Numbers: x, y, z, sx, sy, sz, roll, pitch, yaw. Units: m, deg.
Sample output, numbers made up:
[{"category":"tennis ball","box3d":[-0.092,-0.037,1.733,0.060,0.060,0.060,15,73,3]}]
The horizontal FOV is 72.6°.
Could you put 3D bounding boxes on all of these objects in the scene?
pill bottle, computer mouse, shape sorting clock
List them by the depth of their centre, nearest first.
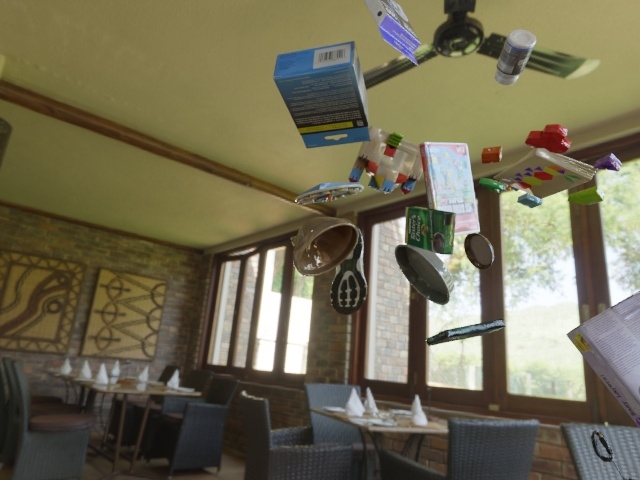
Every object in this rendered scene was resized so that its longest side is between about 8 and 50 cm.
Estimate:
[{"category":"computer mouse","box3d":[0.803,0.614,1.144,0.071,0.242,0.041,-5,-48,-15]},{"category":"pill bottle","box3d":[0.556,-0.524,1.256,0.078,0.078,0.137,4,-31,4]},{"category":"shape sorting clock","box3d":[0.026,-0.134,1.282,0.206,0.040,0.206,-7,-4,0]}]

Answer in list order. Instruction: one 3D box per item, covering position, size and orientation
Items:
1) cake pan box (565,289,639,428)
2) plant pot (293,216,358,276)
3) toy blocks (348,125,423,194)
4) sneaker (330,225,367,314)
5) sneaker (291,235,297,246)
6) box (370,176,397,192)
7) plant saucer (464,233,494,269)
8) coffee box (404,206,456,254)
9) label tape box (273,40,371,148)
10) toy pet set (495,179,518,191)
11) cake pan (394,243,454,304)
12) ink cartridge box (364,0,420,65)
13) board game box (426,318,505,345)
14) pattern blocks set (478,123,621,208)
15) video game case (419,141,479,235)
[{"category":"cake pan box","box3d":[0.713,0.235,0.917,0.267,0.245,0.070,-26,-25,-11]},{"category":"plant pot","box3d":[0.000,0.000,1.442,0.237,0.109,0.237,-24,-35,-18]},{"category":"toy blocks","box3d":[0.302,-0.329,1.946,0.382,0.260,0.191,21,1,-4]},{"category":"sneaker","box3d":[0.127,0.118,1.879,0.158,0.410,0.182,3,14,7]},{"category":"sneaker","box3d":[-0.076,0.008,2.003,0.064,0.086,0.192,5,26,-26]},{"category":"box","box3d":[0.346,-0.321,2.356,0.101,0.101,0.087,-1,-28,-32]},{"category":"plant saucer","box3d":[0.685,0.043,1.869,0.029,0.168,0.168,-19,-9,-19]},{"category":"coffee box","box3d":[0.292,-0.030,1.183,0.041,0.113,0.184,-3,12,-20]},{"category":"label tape box","box3d":[0.022,-0.450,1.394,0.241,0.105,0.333,-3,-26,15]},{"category":"toy pet set","box3d":[0.725,-0.204,1.666,0.122,0.065,0.114,5,-30,-39]},{"category":"cake pan","box3d":[0.409,0.121,1.702,0.054,0.293,0.293,-37,-8,-15]},{"category":"ink cartridge box","box3d":[0.208,-0.623,1.245,0.045,0.208,0.206,-32,-21,34]},{"category":"board game box","box3d":[0.412,0.263,1.244,0.186,0.026,0.126,-6,-22,-17]},{"category":"pattern blocks set","box3d":[0.499,-0.149,0.977,0.286,0.026,0.325,24,-11,-12]},{"category":"video game case","box3d":[0.395,-0.155,1.322,0.204,0.285,0.025,-8,-1,-35]}]
